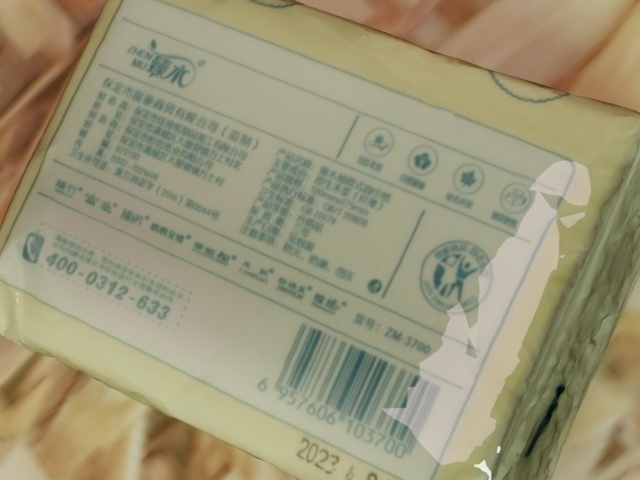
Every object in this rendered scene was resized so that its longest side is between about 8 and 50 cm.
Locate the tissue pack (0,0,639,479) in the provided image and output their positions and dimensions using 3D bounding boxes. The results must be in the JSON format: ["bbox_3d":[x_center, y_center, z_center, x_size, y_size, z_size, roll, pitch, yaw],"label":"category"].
[{"bbox_3d":[0.000,0.000,0.563,0.196,0.092,0.148,24,86,23],"label":"tissue pack"}]
